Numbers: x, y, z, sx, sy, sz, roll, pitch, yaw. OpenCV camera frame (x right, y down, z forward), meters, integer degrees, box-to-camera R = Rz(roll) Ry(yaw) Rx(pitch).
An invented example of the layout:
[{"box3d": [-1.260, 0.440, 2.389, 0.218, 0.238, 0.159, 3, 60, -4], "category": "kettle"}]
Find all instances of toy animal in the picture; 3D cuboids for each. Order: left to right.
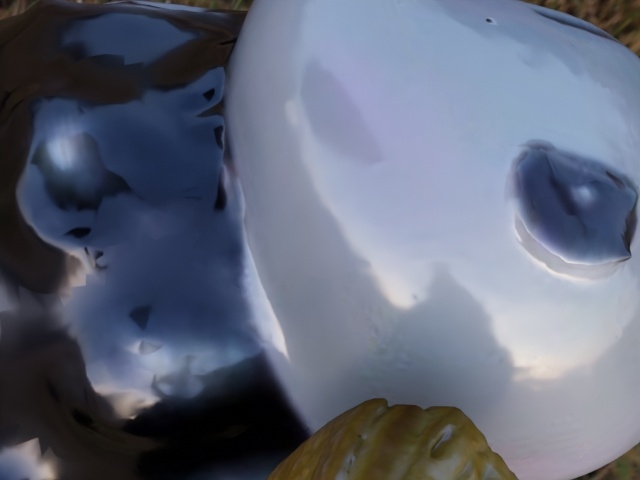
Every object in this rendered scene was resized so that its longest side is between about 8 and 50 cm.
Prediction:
[{"box3d": [0.001, -0.008, 0.577, 0.267, 0.212, 0.212, -11, 76, 14], "category": "toy animal"}]

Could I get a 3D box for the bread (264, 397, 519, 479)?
[{"box3d": [-0.019, 0.176, 0.447, 0.099, 0.235, 0.210, 32, 33, -6], "category": "bread"}]
